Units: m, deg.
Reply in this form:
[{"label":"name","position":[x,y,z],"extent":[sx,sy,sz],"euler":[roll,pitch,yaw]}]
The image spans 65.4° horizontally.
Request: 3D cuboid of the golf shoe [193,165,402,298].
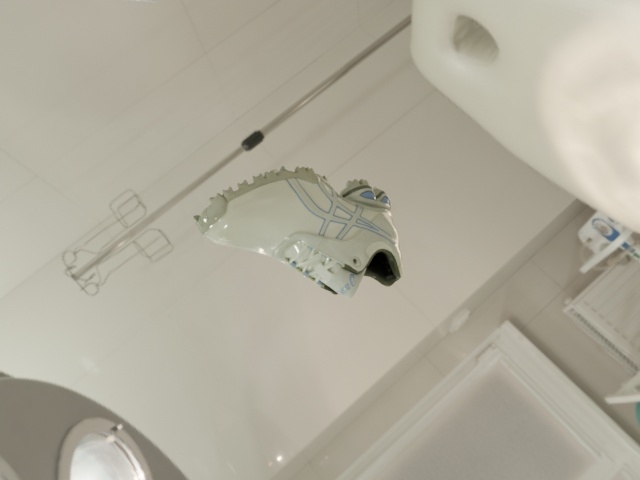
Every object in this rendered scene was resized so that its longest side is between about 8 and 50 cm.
[{"label":"golf shoe","position":[0.000,0.000,0.354],"extent":[0.069,0.176,0.086],"euler":[-41,61,41]}]
